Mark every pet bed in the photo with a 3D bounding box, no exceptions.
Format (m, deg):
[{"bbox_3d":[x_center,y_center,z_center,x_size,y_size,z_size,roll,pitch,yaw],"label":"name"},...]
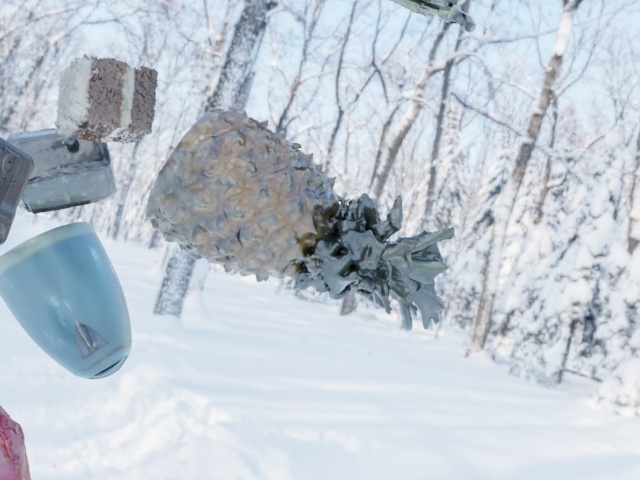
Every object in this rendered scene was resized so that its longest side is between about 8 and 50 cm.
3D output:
[{"bbox_3d":[-0.565,-0.175,1.343,0.211,0.183,0.159,-12,-43,-15],"label":"pet bed"}]

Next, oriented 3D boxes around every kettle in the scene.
[{"bbox_3d":[-0.572,0.166,1.467,0.247,0.342,0.319,-30,-1,-14],"label":"kettle"}]

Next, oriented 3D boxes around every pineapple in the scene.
[{"bbox_3d":[0.000,0.000,0.650,0.341,0.169,0.169,30,-7,-7],"label":"pineapple"}]

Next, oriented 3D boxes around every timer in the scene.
[{"bbox_3d":[-0.601,-0.097,1.117,0.055,0.187,0.144,4,-19,23],"label":"timer"}]

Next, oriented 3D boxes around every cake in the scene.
[{"bbox_3d":[-0.380,-0.247,1.091,0.147,0.134,0.135,11,-12,-35],"label":"cake"}]

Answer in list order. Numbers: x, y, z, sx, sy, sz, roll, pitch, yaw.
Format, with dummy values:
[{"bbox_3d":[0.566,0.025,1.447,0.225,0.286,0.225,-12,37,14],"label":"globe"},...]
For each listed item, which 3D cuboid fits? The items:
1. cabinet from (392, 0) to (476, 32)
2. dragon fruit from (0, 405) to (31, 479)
[{"bbox_3d":[0.142,-0.540,0.997,0.318,0.289,0.228,37,29,26],"label":"cabinet"},{"bbox_3d":[-0.630,0.395,0.888,0.371,0.386,0.249,54,6,21],"label":"dragon fruit"}]
